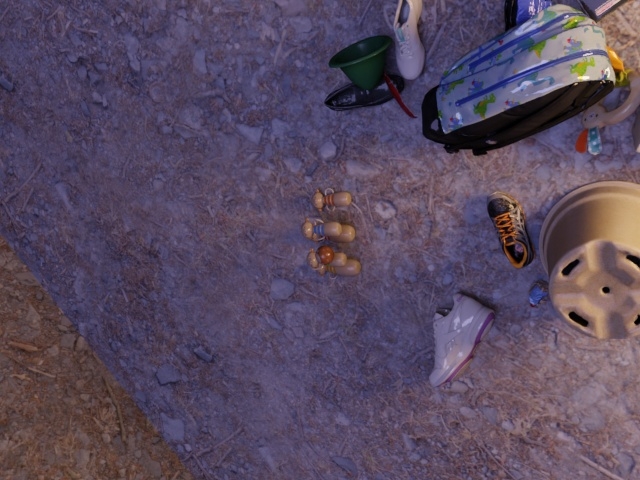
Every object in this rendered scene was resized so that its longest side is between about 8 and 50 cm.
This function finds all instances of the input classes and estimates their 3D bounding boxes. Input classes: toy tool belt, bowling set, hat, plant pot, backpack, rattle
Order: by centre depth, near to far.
[{"bbox_3d":[0.438,-0.335,1.254,0.355,0.290,0.274,0,91,53],"label":"backpack"},{"bbox_3d":[0.602,-0.300,1.276,0.200,0.142,0.130,-51,46,24],"label":"rattle"},{"bbox_3d":[0.649,0.062,1.311,0.333,0.305,0.334,10,113,24],"label":"plant pot"},{"bbox_3d":[0.469,-0.515,1.318,0.101,0.098,0.120,-10,106,1],"label":"backpack"},{"bbox_3d":[0.133,-0.406,1.508,0.172,0.208,0.184,-18,120,14],"label":"hat"},{"bbox_3d":[0.572,0.149,1.535,0.052,0.051,0.083,27,119,17],"label":"toy tool belt"},{"bbox_3d":[0.000,0.000,1.705,0.154,0.200,0.287,-1,104,29],"label":"bowling set"}]

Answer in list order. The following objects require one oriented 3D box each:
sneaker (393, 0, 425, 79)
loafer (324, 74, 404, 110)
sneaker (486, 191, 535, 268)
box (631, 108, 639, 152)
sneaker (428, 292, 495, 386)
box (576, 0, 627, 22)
[{"bbox_3d":[0.212,-0.509,1.456,0.080,0.094,0.212,3,110,26],"label":"sneaker"},{"bbox_3d":[0.114,-0.391,1.560,0.223,0.078,0.076,-8,105,30],"label":"loafer"},{"bbox_3d":[0.489,-0.025,1.496,0.084,0.083,0.215,-26,94,34],"label":"sneaker"},{"bbox_3d":[0.790,-0.245,1.195,0.232,0.127,0.149,15,128,14],"label":"box"},{"bbox_3d":[0.378,0.285,1.673,0.152,0.114,0.305,37,118,27],"label":"sneaker"},{"bbox_3d":[0.630,-0.597,1.225,0.220,0.051,0.175,-32,91,33],"label":"box"}]
